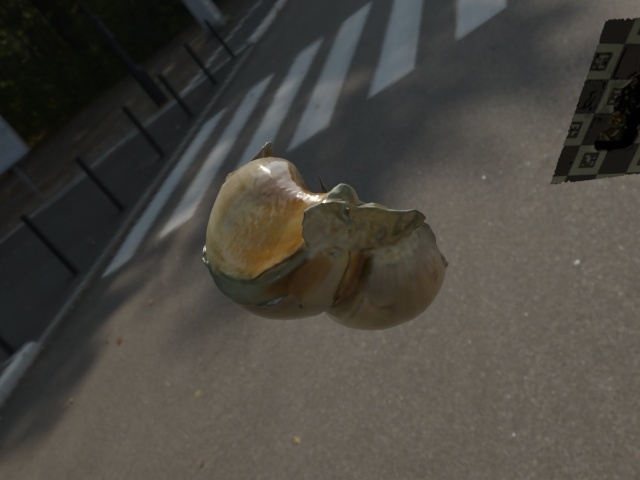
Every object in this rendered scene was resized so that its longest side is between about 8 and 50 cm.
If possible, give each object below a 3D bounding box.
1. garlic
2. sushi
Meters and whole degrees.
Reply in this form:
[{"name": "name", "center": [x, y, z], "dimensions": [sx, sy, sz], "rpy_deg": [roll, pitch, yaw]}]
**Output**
[{"name": "garlic", "center": [0.000, 0.000, 1.066], "dimensions": [0.286, 0.249, 0.313], "rpy_deg": [-16, 14, -24]}, {"name": "sushi", "center": [0.366, -0.175, 0.969], "dimensions": [0.192, 0.215, 0.050], "rpy_deg": [-8, 42, -18]}]
